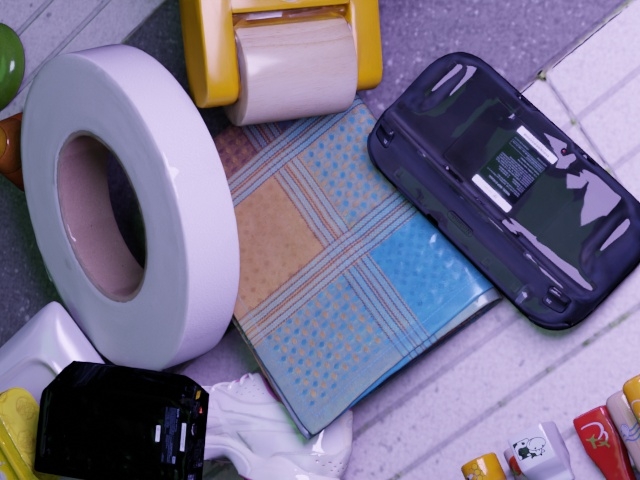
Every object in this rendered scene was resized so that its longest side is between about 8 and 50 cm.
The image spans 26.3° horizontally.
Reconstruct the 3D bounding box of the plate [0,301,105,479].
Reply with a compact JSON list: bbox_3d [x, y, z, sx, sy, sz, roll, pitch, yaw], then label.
[{"bbox_3d":[-0.345,0.261,1.721,0.278,0.045,0.277,-39,88,25],"label":"plate"}]

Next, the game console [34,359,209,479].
[{"bbox_3d":[-0.239,0.323,1.565,0.213,0.044,0.361,4,87,28],"label":"game console"}]

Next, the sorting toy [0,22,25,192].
[{"bbox_3d":[-0.472,-0.222,1.836,0.127,0.126,0.365,-42,68,23],"label":"sorting toy"}]

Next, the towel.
[{"bbox_3d":[0.000,0.000,1.547,0.271,0.040,0.370,-37,66,6],"label":"towel"}]

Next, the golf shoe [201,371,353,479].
[{"bbox_3d":[-0.094,0.205,1.595,0.306,0.115,0.140,18,87,24],"label":"golf shoe"}]

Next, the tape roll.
[{"bbox_3d":[-0.231,-0.034,1.607,0.392,0.072,0.392,29,128,45],"label":"tape roll"}]

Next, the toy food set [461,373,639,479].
[{"bbox_3d":[0.264,0.224,1.360,0.232,0.111,0.104,-31,71,23],"label":"toy food set"}]

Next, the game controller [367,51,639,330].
[{"bbox_3d":[0.195,-0.058,1.450,0.166,0.067,0.319,-44,69,1],"label":"game controller"}]

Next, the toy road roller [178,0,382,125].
[{"bbox_3d":[-0.073,-0.299,1.546,0.240,0.203,0.329,-168,70,-69],"label":"toy road roller"}]

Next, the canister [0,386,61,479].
[{"bbox_3d":[-0.412,0.268,1.684,0.170,0.073,0.126,-27,94,26],"label":"canister"}]
